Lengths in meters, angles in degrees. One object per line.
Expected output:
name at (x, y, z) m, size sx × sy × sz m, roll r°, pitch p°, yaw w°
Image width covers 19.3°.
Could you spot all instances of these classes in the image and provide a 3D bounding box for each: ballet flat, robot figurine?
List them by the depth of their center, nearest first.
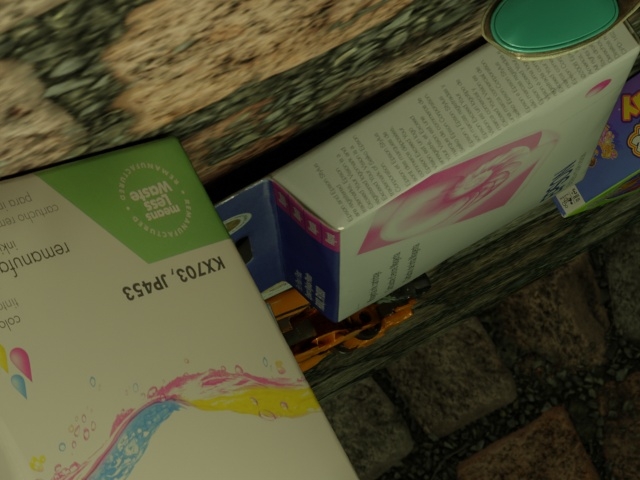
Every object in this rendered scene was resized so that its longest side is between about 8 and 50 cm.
ballet flat at (0.173, -0.155, 1.141) m, size 0.168 × 0.057 × 0.052 m, roll -28°, pitch -179°, yaw -4°
robot figurine at (-0.030, 0.085, 1.799) m, size 0.291 × 0.085 × 0.211 m, roll -20°, pitch 169°, yaw -41°

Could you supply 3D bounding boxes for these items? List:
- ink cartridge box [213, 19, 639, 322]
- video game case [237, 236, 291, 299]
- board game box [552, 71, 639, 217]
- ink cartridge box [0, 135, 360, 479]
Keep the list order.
ink cartridge box at (0.061, -0.029, 1.362) m, size 0.330 × 0.071 × 0.324 m, roll -32°, pitch 168°, yaw -6°
video game case at (0.000, 0.000, 1.589) m, size 0.206 × 0.026 × 0.227 m, roll -24°, pitch 170°, yaw -27°
board game box at (0.391, -0.153, 1.762) m, size 0.347 × 0.078 × 0.233 m, roll -35°, pitch 169°, yaw 38°
ink cartridge box at (-0.094, 0.138, 0.993) m, size 0.207 × 0.353 × 0.119 m, roll -20°, pitch 168°, yaw -46°
